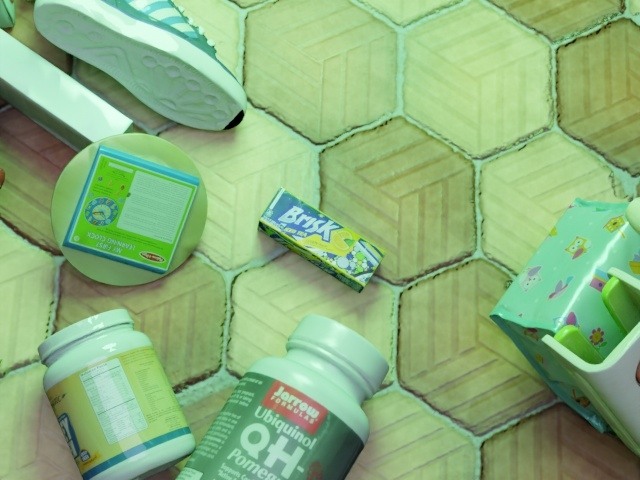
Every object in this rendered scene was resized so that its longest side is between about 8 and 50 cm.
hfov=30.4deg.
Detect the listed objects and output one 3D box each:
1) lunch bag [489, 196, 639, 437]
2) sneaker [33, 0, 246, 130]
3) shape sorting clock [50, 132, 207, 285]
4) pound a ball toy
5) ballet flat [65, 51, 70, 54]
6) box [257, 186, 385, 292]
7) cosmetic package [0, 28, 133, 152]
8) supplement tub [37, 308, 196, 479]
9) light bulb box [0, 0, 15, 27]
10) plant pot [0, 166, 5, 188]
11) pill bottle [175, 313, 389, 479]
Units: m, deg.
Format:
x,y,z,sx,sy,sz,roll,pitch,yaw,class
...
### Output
x,y,z,sx,sy,sz,roll,pitch,yaw,class
0.383,0.107,1.554,0.262,0.160,0.223,47,72,-29,lunch bag
-0.219,-0.317,1.611,0.323,0.130,0.236,29,51,-21,sneaker
-0.248,-0.040,1.540,0.206,0.040,0.206,-6,105,-22,shape sorting clock
0.413,0.130,1.396,0.208,0.136,0.319,-45,127,-4,pound a ball toy
-0.375,-0.337,1.631,0.070,0.070,0.188,-32,80,-13,ballet flat
0.000,0.000,1.592,0.169,0.054,0.059,32,75,2,box
-0.361,-0.191,1.576,0.239,0.099,0.060,35,75,2,cosmetic package
-0.256,0.200,1.464,0.144,0.144,0.199,-24,79,-12,supplement tub
-0.601,-0.481,1.556,0.361,0.225,0.357,-2,76,-6,light bulb box
-0.506,-0.123,1.498,0.191,0.191,0.174,-14,84,-10,plant pot
-0.049,0.256,1.454,0.176,0.176,0.318,32,71,2,pill bottle
